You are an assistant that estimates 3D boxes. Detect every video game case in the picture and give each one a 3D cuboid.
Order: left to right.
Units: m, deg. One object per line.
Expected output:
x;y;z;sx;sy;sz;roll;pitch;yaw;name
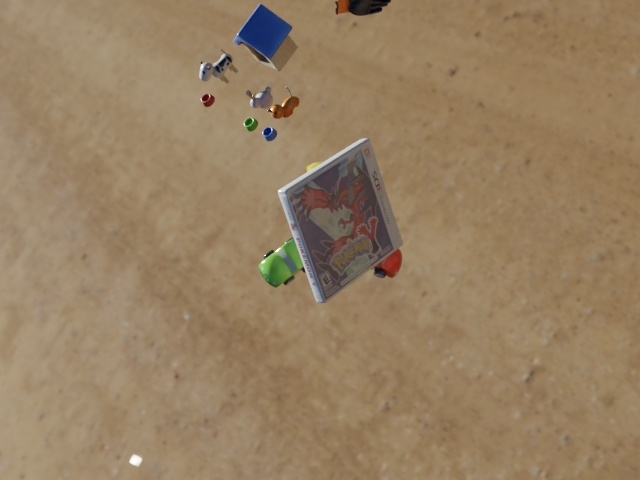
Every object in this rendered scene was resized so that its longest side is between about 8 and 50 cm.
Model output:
0.035;-0.032;1.773;0.023;0.183;0.201;-1;25;45;video game case

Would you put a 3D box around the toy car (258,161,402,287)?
0.000;0.000;1.951;0.225;0.239;0.053;-35;-6;-24;toy car

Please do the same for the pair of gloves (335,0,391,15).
0.054;-0.326;1.508;0.074;0.083;0.010;-11;33;-11;pair of gloves

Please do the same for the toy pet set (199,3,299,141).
-0.074;-0.184;1.248;0.122;0.065;0.114;30;81;38;toy pet set
